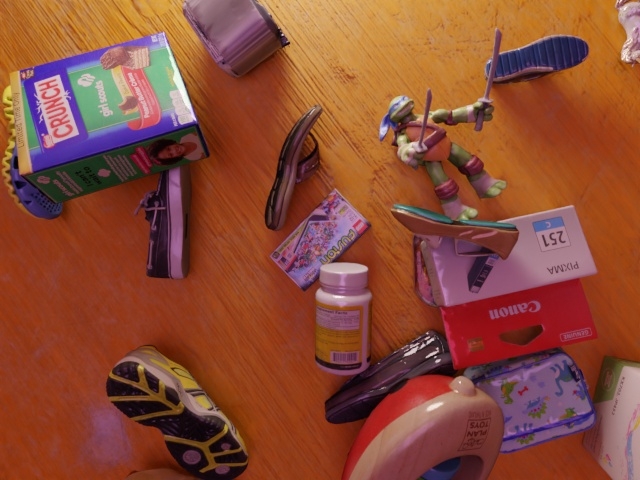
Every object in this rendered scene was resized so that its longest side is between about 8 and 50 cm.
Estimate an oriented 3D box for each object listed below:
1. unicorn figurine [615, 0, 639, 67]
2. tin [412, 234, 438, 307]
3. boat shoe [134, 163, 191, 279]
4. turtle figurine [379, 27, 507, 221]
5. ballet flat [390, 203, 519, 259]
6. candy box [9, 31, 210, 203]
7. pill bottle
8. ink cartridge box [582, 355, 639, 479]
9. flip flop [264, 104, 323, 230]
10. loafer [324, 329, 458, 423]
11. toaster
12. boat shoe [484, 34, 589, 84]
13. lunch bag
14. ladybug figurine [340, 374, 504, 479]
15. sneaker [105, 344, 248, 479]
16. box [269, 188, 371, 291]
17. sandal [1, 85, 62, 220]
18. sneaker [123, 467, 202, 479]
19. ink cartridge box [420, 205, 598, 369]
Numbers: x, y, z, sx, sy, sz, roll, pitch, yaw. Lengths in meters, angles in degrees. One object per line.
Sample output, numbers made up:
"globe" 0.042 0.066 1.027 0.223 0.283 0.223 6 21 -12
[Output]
"unicorn figurine" 0.615 -0.403 0.795 0.111 0.060 0.162 -23 73 10
"tin" 0.248 0.045 0.878 0.106 0.040 0.189 -1 92 13
"boat shoe" -0.347 -0.066 0.925 0.105 0.113 0.306 2 103 -6
"turtle figurine" 0.247 -0.173 0.769 0.275 0.198 0.266 -26 107 44
"ballet flat" 0.237 -0.011 0.756 0.232 0.080 0.073 11 104 6
"candy box" -0.419 -0.250 0.837 0.317 0.122 0.268 -21 67 -9
"pill bottle" 0.048 0.157 0.863 0.119 0.119 0.208 2 98 9
"ink cartridge box" 0.588 0.349 0.680 0.119 0.353 0.207 11 94 8
"flip flop" -0.046 -0.149 0.887 0.080 0.112 0.277 15 93 -18
"loafer" 0.141 0.292 0.889 0.302 0.109 0.095 -28 45 9
"toaster" -0.177 -0.450 0.875 0.146 0.129 0.227 -35 89 13
"boat shoe" 0.416 -0.349 0.817 0.183 0.066 0.066 -5 90 14
"lunch bag" 0.417 0.318 0.841 0.219 0.090 0.176 -21 93 10
"ladybug figurine" 0.176 0.425 0.803 0.305 0.162 0.449 10 113 -28
"sneaker" -0.289 0.377 0.933 0.145 0.147 0.384 -34 106 6
"box" 0.000 0.000 0.913 0.114 0.036 0.207 45 98 4
"sandal" -0.633 -0.205 0.960 0.138 0.126 0.317 -3 94 5
"sneaker" -0.313 0.580 0.969 0.290 0.123 0.106 19 85 -14
"ink cartridge box" 0.372 0.091 0.803 0.296 0.066 0.261 -13 80 -1
